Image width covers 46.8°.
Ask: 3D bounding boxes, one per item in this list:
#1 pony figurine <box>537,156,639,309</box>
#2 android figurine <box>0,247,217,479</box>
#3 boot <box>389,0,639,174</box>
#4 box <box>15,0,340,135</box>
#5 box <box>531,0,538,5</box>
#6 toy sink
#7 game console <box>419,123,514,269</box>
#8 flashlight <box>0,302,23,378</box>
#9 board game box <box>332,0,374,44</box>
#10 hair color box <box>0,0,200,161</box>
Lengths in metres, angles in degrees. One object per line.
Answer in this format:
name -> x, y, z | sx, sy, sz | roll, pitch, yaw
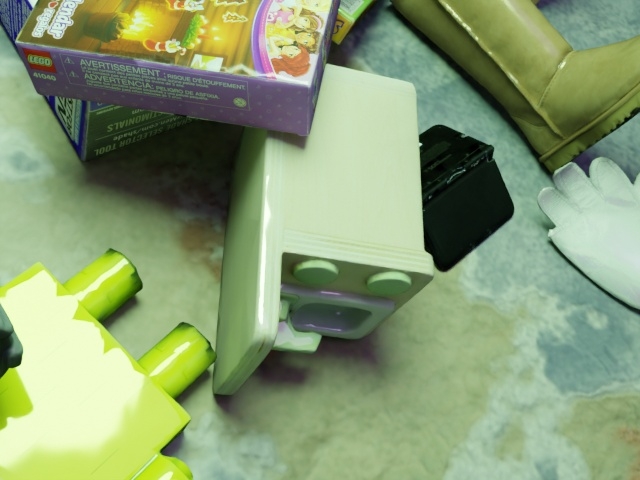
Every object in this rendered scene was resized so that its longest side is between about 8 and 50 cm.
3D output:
pony figurine -> 0.441, -0.012, 0.705 | 0.351, 0.303, 0.363 | 53, 45, 1
android figurine -> -0.210, 0.127, 0.511 | 0.248, 0.056, 0.273 | 46, 58, 7
boot -> 0.204, -0.214, 0.721 | 0.089, 0.236, 0.269 | -36, 84, -31
box -> -0.080, -0.223, 0.573 | 0.201, 0.057, 0.293 | 9, 60, 3
box -> 0.214, -0.348, 0.824 | 0.130, 0.170, 0.090 | -7, 68, -21
toy sink -> 0.000, 0.000, 0.589 | 0.131, 0.152, 0.234 | 9, 61, -15
game console -> 0.119, -0.047, 0.734 | 0.107, 0.071, 0.122 | 32, 53, 34
flashlight -> -0.297, -0.020, 0.490 | 0.304, 0.103, 0.103 | 48, 25, 23
board game box -> 0.008, -0.281, 0.748 | 0.124, 0.039, 0.259 | 35, 37, -5
hair color box -> -0.207, -0.257, 0.672 | 0.185, 0.110, 0.338 | -27, 77, -29
